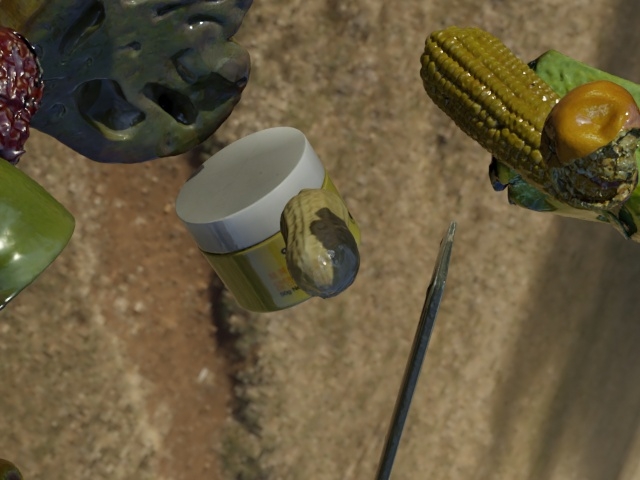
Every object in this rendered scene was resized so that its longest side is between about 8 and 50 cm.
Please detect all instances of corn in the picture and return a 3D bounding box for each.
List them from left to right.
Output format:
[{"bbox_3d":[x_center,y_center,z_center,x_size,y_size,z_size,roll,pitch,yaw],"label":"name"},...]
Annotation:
[{"bbox_3d":[0.187,-0.132,1.321,0.097,0.261,0.097,-25,143,-21],"label":"corn"}]

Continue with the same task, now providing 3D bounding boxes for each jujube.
[{"bbox_3d":[-0.342,-0.143,1.341,0.104,0.104,0.166,83,9,-55],"label":"jujube"}]

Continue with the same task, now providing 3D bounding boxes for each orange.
[{"bbox_3d":[0.177,-0.064,0.867,0.086,0.062,0.086,-177,-90,-90],"label":"orange"}]

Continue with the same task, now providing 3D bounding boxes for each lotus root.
[{"bbox_3d":[-0.266,-0.266,1.741,0.375,0.111,0.390,-21,139,-12],"label":"lotus root"}]

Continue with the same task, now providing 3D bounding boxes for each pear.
[{"bbox_3d":[0.340,-0.076,1.433,0.164,0.255,0.238,-66,155,-1],"label":"pear"}]

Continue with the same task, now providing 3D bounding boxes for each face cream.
[{"bbox_3d":[-0.074,-0.030,1.912,0.218,0.218,0.179,-51,124,-30],"label":"face cream"}]

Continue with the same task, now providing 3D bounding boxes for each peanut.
[{"bbox_3d":[0.000,0.000,1.609,0.090,0.098,0.214,-40,-152,17],"label":"peanut"}]

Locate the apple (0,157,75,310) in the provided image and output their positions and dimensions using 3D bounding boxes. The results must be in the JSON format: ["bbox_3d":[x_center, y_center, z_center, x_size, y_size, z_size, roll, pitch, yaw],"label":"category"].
[{"bbox_3d":[-0.390,0.059,1.171,0.312,0.360,0.320,8,70,-42],"label":"apple"}]

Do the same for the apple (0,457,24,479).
[{"bbox_3d":[-0.456,0.346,1.782,0.102,0.099,0.114,-24,171,9],"label":"apple"}]

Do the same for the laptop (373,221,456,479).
[{"bbox_3d":[0.088,0.127,1.267,0.187,0.015,0.269,-61,166,-70],"label":"laptop"}]
